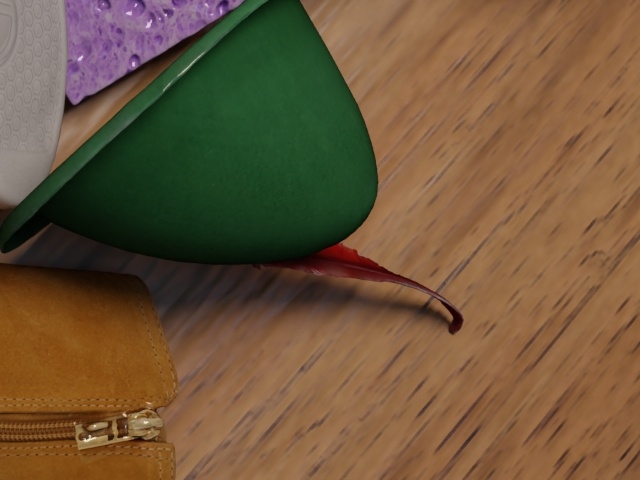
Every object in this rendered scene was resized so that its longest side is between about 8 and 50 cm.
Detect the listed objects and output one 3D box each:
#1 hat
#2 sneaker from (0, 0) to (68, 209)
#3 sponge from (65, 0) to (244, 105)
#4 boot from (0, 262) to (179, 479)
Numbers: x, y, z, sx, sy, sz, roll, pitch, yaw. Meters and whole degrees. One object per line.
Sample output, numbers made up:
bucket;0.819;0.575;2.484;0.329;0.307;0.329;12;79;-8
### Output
hat;0.000;0.000;0.673;0.183;0.173;0.208;48;48;-5
sneaker;-0.208;-0.144;0.657;0.147;0.104;0.295;-9;113;22
sponge;-0.053;-0.160;0.712;0.210;0.031;0.117;-30;102;5
boot;-0.175;0.025;0.686;0.211;0.104;0.295;-10;83;-34
